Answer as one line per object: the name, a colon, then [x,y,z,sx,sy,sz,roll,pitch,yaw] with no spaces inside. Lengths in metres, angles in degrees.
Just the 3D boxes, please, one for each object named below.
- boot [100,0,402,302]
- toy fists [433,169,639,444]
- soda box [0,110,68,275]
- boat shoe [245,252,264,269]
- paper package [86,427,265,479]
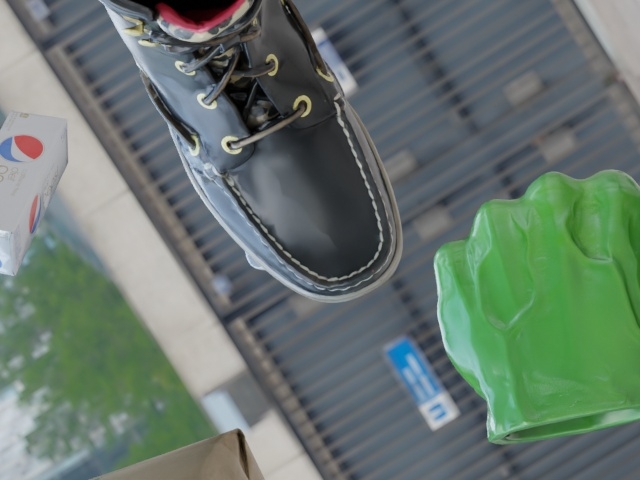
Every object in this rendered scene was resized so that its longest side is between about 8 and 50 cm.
boot: [-0.065,-0.132,1.134,0.377,0.138,0.284,64,180,5]
toy fists: [0.204,0.023,0.922,0.096,0.279,0.142,68,-168,-74]
soda box: [-0.357,-0.059,1.904,0.216,0.074,0.069,-75,-7,-49]
boat shoe: [0.000,0.000,1.407,0.040,0.142,0.049,9,-104,-52]
paper package: [-0.168,0.381,1.571,0.309,0.325,0.168,65,-161,-12]
